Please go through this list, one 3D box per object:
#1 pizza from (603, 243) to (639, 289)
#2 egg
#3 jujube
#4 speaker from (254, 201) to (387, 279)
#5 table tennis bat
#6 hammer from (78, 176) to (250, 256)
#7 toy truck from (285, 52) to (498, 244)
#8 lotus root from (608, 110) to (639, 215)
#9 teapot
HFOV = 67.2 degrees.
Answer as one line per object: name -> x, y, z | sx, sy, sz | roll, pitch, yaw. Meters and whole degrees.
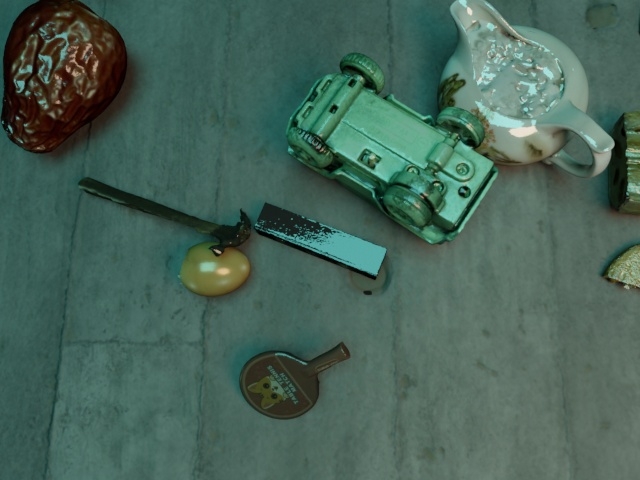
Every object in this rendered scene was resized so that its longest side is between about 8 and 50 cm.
pizza -> 0.440, 0.048, 0.661 | 0.083, 0.025, 0.078 | -33, 72, 4
egg -> -0.149, 0.042, 0.687 | 0.096, 0.080, 0.080 | 9, 79, 2
jujube -> -0.405, -0.250, 0.745 | 0.168, 0.168, 0.237 | 33, 97, 11
speaker -> 0.000, 0.000, 0.702 | 0.190, 0.040, 0.046 | 21, 79, 9
table tennis bat -> -0.025, 0.164, 0.687 | 0.169, 0.119, 0.108 | -32, 103, 20
hammer -> -0.240, -0.046, 0.715 | 0.296, 0.125, 0.027 | 16, 117, 16
toy truck -> 0.091, -0.118, 0.661 | 0.278, 0.156, 0.155 | 33, 82, 12
lotus root -> 0.475, -0.093, 0.667 | 0.143, 0.070, 0.143 | 14, 73, 12
teapot -> 0.277, -0.201, 0.673 | 0.204, 0.139, 0.298 | -40, 77, -7
